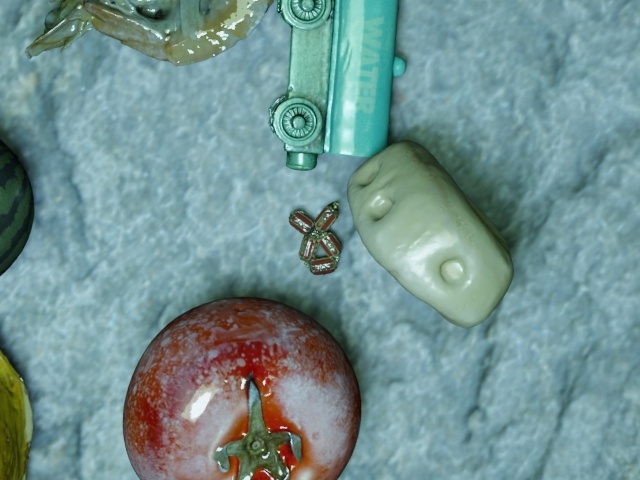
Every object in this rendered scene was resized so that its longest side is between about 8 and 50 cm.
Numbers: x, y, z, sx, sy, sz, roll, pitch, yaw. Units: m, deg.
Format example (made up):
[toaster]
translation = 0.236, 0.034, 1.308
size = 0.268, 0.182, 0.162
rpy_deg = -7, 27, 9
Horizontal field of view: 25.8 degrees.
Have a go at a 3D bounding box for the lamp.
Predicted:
[lamp]
translation = 0.000, 0.000, 1.649
size = 0.063, 0.031, 0.083
rpy_deg = -12, 99, 8

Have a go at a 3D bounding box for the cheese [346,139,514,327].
[cheese]
translation = 0.129, -0.003, 1.554
size = 0.117, 0.218, 0.235
rpy_deg = -40, 60, 10

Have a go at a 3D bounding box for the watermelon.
[watermelon]
translation = -0.433, -0.037, 1.595
size = 0.212, 0.212, 0.212
rpy_deg = 1, 97, 5

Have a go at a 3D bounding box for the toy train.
[toy train]
translation = 0.020, -0.202, 1.594
size = 0.159, 0.101, 0.248
rpy_deg = 2, 98, -8

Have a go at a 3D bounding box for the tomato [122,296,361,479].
[tomato]
translation = -0.089, 0.189, 1.581
size = 0.270, 0.227, 0.270
rpy_deg = -5, 112, -13

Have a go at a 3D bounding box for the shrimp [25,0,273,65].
[shrimp]
translation = -0.192, -0.265, 1.599
size = 0.317, 0.077, 0.168
rpy_deg = -26, 76, 9

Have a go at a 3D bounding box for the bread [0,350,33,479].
[bread]
translation = -0.524, 0.257, 1.618
size = 0.398, 0.215, 0.398
rpy_deg = -1, 106, -4
